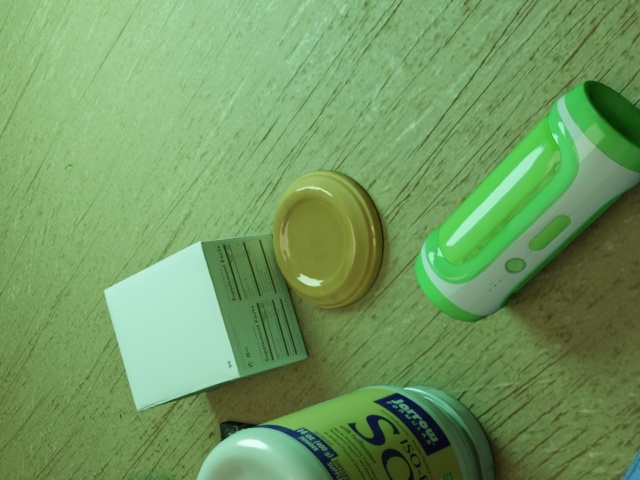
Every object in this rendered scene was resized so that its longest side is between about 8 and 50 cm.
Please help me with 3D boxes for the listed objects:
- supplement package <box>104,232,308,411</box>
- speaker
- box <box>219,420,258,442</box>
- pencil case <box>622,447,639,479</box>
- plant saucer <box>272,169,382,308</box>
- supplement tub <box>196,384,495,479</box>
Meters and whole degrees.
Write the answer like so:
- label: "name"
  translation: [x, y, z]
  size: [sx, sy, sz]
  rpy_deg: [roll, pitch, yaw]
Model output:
- label: "supplement package"
  translation: [-0.182, 0.126, 1.427]
  size: [0.262, 0.145, 0.204]
  rpy_deg: [-24, 80, 41]
- label: "speaker"
  translation: [0.235, -0.036, 1.043]
  size: [0.296, 0.131, 0.131]
  rpy_deg: [-50, 64, 35]
- label: "box"
  translation: [-0.125, 0.327, 1.488]
  size: [0.083, 0.018, 0.067]
  rpy_deg: [-1, 96, 42]
- label: "pencil case"
  translation: [0.393, 0.158, 0.928]
  size: [0.133, 0.119, 0.306]
  rpy_deg: [13, 106, 10]
- label: "plant saucer"
  translation: [0.000, 0.000, 1.319]
  size: [0.200, 0.037, 0.199]
  rpy_deg: [8, 101, 41]
- label: "supplement tub"
  translation: [0.038, 0.312, 1.128]
  size: [0.241, 0.331, 0.241]
  rpy_deg: [8, 101, 41]
